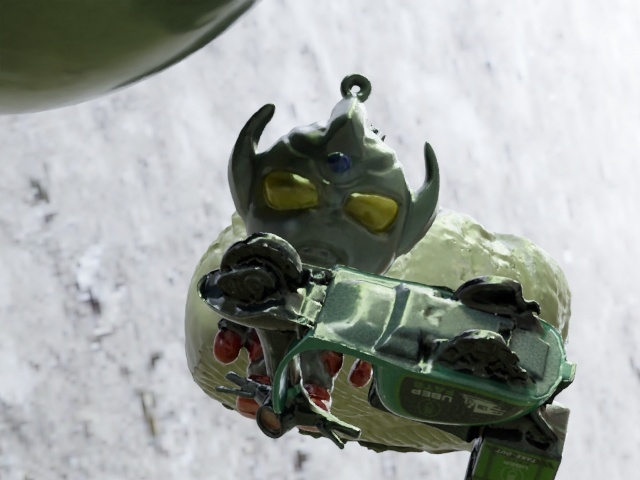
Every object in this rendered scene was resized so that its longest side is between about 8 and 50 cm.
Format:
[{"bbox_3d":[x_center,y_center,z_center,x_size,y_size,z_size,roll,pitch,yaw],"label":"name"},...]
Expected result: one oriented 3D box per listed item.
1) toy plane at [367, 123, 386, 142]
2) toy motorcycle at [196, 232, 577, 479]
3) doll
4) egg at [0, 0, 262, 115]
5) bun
[{"bbox_3d":[0.024,-0.064,1.259,0.121,0.031,0.049,-52,164,-67],"label":"toy plane"},{"bbox_3d":[0.027,0.054,0.762,0.058,0.173,0.100,-69,172,-53],"label":"toy motorcycle"},{"bbox_3d":[-0.001,0.000,0.879,0.062,0.104,0.195,60,38,-58],"label":"doll"},{"bbox_3d":[-0.135,-0.198,0.877,0.258,0.352,0.258,31,44,-37],"label":"egg"},{"bbox_3d":[0.046,0.057,1.545,0.359,0.359,0.211,37,61,-55],"label":"bun"}]
